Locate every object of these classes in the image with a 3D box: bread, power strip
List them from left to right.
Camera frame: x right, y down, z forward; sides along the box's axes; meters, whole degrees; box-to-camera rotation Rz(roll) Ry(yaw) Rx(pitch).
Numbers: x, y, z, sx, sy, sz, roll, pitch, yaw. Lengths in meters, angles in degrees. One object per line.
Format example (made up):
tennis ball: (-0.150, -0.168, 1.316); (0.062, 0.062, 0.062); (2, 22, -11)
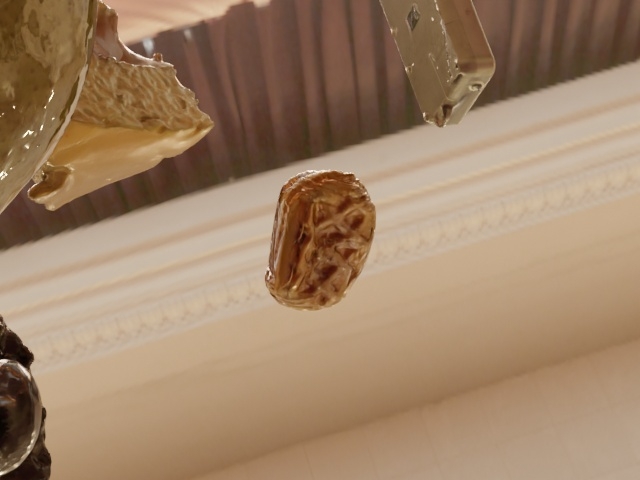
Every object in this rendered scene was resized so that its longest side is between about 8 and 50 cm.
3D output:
bread: (-0.270, -0.125, 1.091); (0.211, 0.224, 0.184); (-32, -100, 32)
bread: (0.000, 0.000, 0.830); (0.083, 0.111, 0.044); (-5, -153, -35)
power strip: (0.081, -0.179, 0.868); (0.035, 0.081, 0.192); (-6, -117, -23)

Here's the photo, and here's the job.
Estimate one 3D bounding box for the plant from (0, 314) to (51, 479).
plant: (-0.225, 0.098, 0.620); (0.149, 0.274, 0.147); (-13, -93, -17)

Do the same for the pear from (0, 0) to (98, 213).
pear: (-0.153, -0.076, 0.360); (0.167, 0.137, 0.167); (-1, -115, 2)
